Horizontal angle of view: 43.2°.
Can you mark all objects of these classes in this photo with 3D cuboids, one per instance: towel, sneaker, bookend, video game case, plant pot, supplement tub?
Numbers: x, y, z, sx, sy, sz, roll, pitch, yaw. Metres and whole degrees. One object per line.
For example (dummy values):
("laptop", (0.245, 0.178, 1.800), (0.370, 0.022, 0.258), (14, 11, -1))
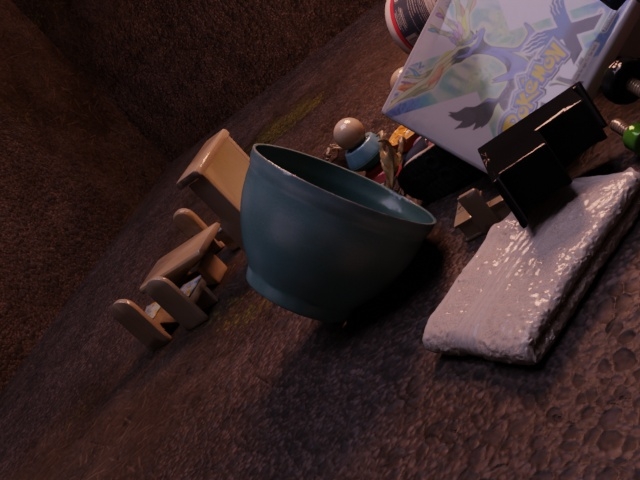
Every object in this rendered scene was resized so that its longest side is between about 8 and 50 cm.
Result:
("towel", (0.251, 0.025, 0.949), (0.282, 0.049, 0.187), (-51, 19, -21))
("sneaker", (0.027, -0.175, 1.793), (0.188, 0.071, 0.066), (-43, 19, -2))
("bookend", (0.285, -0.109, 0.994), (0.157, 0.072, 0.156), (-34, 15, 15))
("video game case", (0.267, -0.271, 1.156), (0.300, 0.036, 0.329), (37, 107, 38))
("sneaker", (0.257, -0.182, 1.284), (0.319, 0.112, 0.131), (-25, 28, 39))
("plant pot", (0.000, 0.000, 1.214), (0.293, 0.293, 0.196), (-119, 50, -71))
("supplement tub", (0.298, -0.551, 1.864), (0.272, 0.191, 0.191), (-17, 32, 52))

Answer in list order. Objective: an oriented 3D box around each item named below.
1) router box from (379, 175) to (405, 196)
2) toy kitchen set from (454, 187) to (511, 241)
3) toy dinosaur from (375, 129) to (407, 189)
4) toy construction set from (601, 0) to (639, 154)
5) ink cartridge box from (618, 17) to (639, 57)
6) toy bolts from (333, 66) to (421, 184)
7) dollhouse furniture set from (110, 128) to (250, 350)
("router box", (0.097, -0.053, 1.440), (0.092, 0.038, 0.122), (-27, 24, 37))
("toy kitchen set", (0.226, -0.058, 1.147), (0.083, 0.068, 0.075), (-30, 23, 32))
("toy dinosaur", (0.117, -0.134, 1.327), (0.053, 0.183, 0.093), (0, 58, 3))
("toy construction set", (0.481, -0.239, 0.867), (0.308, 0.257, 0.237), (-32, 36, 0))
("ink cartridge box", (0.494, -0.483, 1.273), (0.395, 0.166, 0.285), (-48, 36, -15))
("toy bolts", (0.127, -0.219, 1.549), (0.228, 0.158, 0.218), (-45, 19, -6))
("dollhouse furniture set", (-0.283, -0.020, 1.798), (0.394, 0.256, 0.362), (-30, 23, 34))
